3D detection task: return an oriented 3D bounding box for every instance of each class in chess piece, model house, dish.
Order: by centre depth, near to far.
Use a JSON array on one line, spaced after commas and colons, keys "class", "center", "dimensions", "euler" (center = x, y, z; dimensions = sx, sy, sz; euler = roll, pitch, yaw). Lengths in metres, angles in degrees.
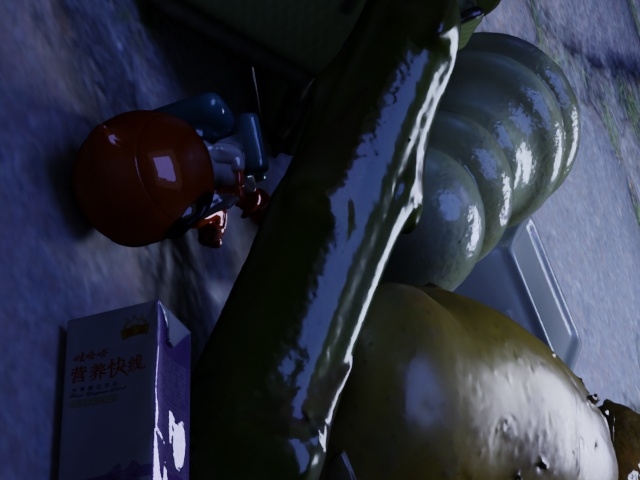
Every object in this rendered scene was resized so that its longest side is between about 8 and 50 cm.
[{"class": "model house", "center": [-0.025, -0.128, 0.944], "dimensions": [0.279, 0.218, 0.205], "euler": [-59, 178, -22]}, {"class": "chess piece", "center": [0.081, -0.042, 1.094], "dimensions": [0.144, 0.144, 0.251], "euler": [66, 29, -12]}, {"class": "dish", "center": [0.158, 0.075, 1.254], "dimensions": [0.234, 0.064, 0.154], "euler": [67, 22, -12]}]

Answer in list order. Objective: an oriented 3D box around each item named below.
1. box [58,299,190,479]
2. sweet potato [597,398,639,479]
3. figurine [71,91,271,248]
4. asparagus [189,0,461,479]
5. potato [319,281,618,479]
[{"class": "box", "center": [-0.086, 0.086, 0.707], "dimensions": [0.036, 0.050, 0.117], "euler": [54, 26, -51]}, {"class": "sweet potato", "center": [0.224, 0.207, 1.302], "dimensions": [0.075, 0.075, 0.273], "euler": [67, 27, -11]}, {"class": "figurine", "center": [-0.074, -0.035, 0.807], "dimensions": [0.140, 0.068, 0.075], "euler": [4, 72, -68]}, {"class": "asparagus", "center": [0.002, 0.000, 0.815], "dimensions": [0.085, 0.082, 0.343], "euler": [64, 42, -56]}, {"class": "potato", "center": [0.080, 0.119, 0.945], "dimensions": [0.300, 0.140, 0.173], "euler": [27, 55, -51]}]
